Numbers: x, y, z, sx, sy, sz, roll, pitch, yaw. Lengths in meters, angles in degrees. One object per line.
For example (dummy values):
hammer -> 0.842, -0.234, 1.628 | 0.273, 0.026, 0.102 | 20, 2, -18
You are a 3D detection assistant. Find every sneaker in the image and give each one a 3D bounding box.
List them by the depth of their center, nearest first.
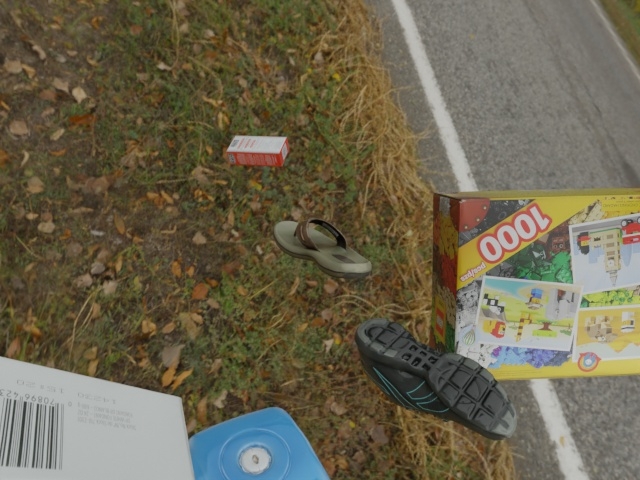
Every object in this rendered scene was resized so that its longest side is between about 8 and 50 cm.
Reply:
sneaker -> 0.170, 0.223, 0.679 | 0.267, 0.106, 0.101 | 29, 41, 33

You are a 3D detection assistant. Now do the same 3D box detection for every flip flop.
flip flop -> 0.000, 0.000, 0.866 | 0.112, 0.277, 0.080 | -10, 112, -30

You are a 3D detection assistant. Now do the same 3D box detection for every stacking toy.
stacking toy -> -0.103, 0.413, 0.620 | 0.165, 0.302, 0.175 | -9, 31, -31

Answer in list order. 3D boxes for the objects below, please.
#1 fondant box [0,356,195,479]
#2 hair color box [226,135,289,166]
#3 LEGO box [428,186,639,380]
fondant box -> -0.299, 0.232, 0.330 | 0.238, 0.330, 0.096 | 38, 16, -45
hair color box -> -0.157, -0.227, 1.091 | 0.141, 0.043, 0.072 | 6, 49, 14
LEGO box -> 0.503, 0.081, 0.924 | 0.499, 0.193, 0.373 | -2, 100, -2
